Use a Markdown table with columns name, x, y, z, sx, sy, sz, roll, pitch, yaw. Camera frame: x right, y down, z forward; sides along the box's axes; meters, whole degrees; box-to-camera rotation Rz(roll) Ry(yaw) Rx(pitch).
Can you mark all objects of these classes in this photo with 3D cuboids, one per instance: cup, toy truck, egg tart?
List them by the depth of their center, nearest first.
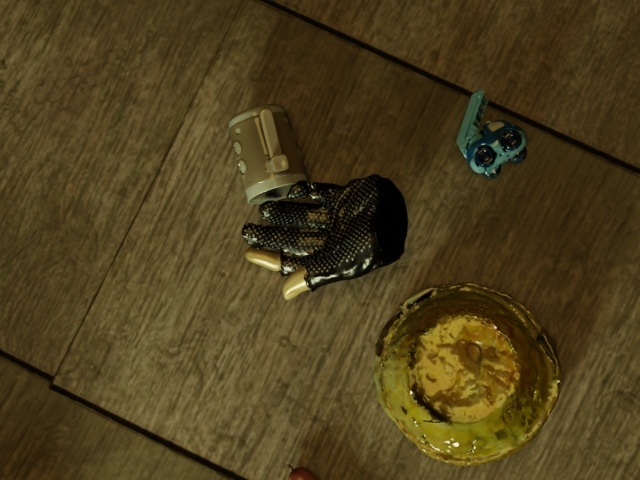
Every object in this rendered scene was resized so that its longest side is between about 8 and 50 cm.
| name | x | y | z | sx | sy | sz | roll | pitch | yaw |
| --- | --- | --- | --- | --- | --- | --- | --- | --- | --- |
| egg tart | 0.162 | 0.145 | 1.713 | 0.212 | 0.090 | 0.213 | -1 | 78 | 4 |
| cup | -0.066 | -0.101 | 1.752 | 0.074 | 0.102 | 0.099 | -20 | 80 | 15 |
| toy truck | 0.190 | -0.123 | 1.765 | 0.073 | 0.056 | 0.090 | -30 | 69 | 5 |

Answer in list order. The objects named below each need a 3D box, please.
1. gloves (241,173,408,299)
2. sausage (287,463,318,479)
| name | x | y | z | sx | sy | sz | roll | pitch | yaw |
| --- | --- | --- | --- | --- | --- | --- | --- | --- | --- |
| gloves | 0.001 | -0.002 | 1.748 | 0.180 | 0.106 | 0.129 | -12 | 82 | 30 |
| sausage | 0.039 | 0.332 | 1.721 | 0.029 | 0.029 | 0.223 | -43 | 81 | -2 |
